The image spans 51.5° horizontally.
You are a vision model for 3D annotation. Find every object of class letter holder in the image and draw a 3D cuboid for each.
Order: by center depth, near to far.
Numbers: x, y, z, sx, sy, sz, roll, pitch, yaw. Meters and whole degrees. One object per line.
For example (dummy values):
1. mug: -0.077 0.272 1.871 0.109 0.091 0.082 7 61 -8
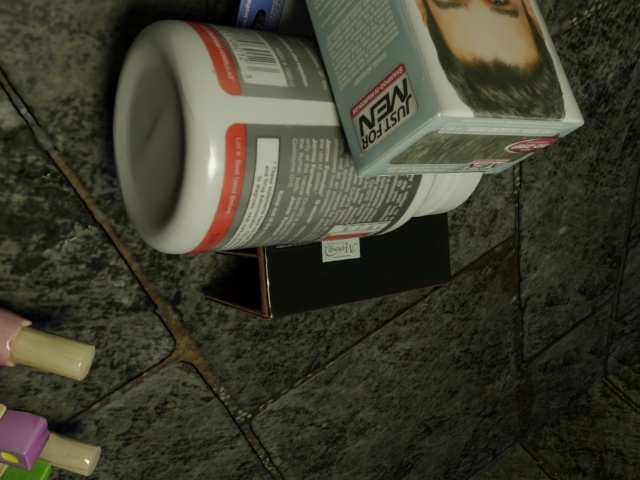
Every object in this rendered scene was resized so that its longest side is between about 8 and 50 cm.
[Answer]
1. letter holder: 0.000 0.000 0.940 0.301 0.214 0.152 -7 96 -33

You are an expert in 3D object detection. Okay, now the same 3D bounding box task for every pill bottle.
1. pill bottle: -0.008 -0.102 0.691 0.363 0.210 0.210 -5 126 -36

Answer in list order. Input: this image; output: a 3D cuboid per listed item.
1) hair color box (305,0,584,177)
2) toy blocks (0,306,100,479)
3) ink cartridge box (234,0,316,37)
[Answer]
1. hair color box: 0.083 -0.250 0.611 0.185 0.374 0.113 -6 163 -35
2. toy blocks: -0.428 0.253 0.722 0.260 0.309 0.289 16 131 1
3. ink cartridge box: 0.022 -0.240 0.799 0.311 0.065 0.186 -7 129 -37
